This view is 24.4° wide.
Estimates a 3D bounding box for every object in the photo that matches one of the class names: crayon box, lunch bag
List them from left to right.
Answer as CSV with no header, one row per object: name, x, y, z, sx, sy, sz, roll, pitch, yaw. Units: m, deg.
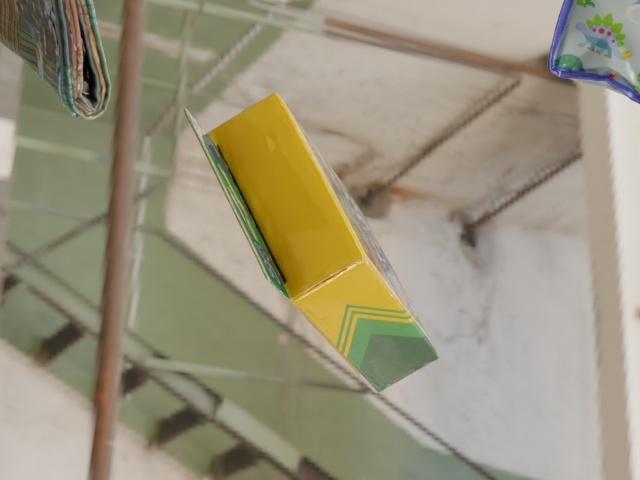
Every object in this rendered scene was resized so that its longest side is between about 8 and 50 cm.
crayon box,0.000,0.000,1.413,0.083,0.323,0.203,-31,-119,6
lunch bag,0.214,-0.174,0.973,0.129,0.096,0.151,-28,138,-69

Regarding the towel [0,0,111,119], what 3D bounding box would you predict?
towel,-0.298,-0.286,1.281,0.370,0.040,0.271,39,-35,43
